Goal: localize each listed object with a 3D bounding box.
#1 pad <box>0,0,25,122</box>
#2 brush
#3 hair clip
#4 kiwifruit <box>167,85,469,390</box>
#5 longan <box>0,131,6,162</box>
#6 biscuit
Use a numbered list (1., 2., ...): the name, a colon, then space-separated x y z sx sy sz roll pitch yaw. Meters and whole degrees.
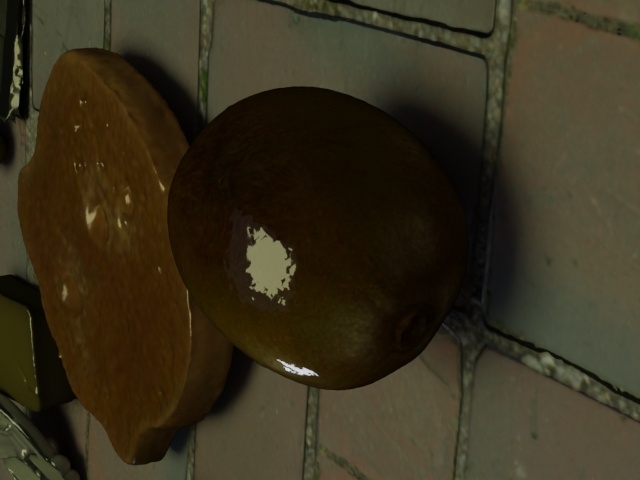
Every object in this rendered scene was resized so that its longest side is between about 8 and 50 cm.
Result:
1. pad: -0.374 -0.264 1.768 0.174 0.022 0.233 29 118 53
2. brush: -0.341 0.112 1.753 0.197 0.059 0.123 17 113 56
3. hair clip: -0.362 0.235 1.777 0.140 0.054 0.220 57 149 -9
4. kiwifruit: 0.000 0.000 1.077 0.234 0.196 0.196 50 135 43
5. longan: -0.396 -0.117 1.788 0.083 0.075 0.075 -57 49 33
6. biscuit: -0.189 0.014 1.492 0.385 0.062 0.365 64 145 27
